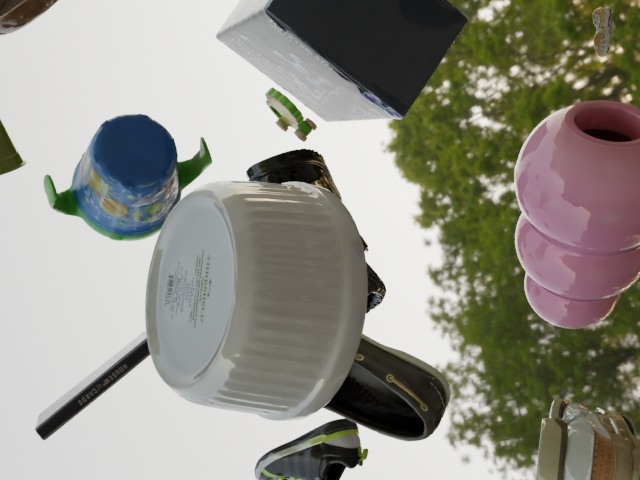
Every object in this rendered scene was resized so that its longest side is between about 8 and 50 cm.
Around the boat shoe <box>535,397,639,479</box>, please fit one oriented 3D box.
[{"bbox_3d":[0.311,0.248,0.948,0.302,0.103,0.113,13,-97,-71],"label":"boat shoe"}]

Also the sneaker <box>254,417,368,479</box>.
[{"bbox_3d":[-0.019,0.381,1.373,0.084,0.234,0.097,9,-127,-48],"label":"sneaker"}]

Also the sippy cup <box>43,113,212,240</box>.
[{"bbox_3d":[-0.388,-0.141,1.676,0.240,0.224,0.305,35,-115,-3],"label":"sippy cup"}]

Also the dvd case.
[{"bbox_3d":[-0.386,0.244,1.422,0.238,0.179,0.030,-39,-83,-15],"label":"dvd case"}]

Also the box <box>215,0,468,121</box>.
[{"bbox_3d":[0.020,-0.382,1.478,0.293,0.395,0.212,35,-95,-19],"label":"box"}]

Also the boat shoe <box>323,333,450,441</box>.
[{"bbox_3d":[0.013,0.125,0.797,0.227,0.081,0.068,20,-156,13],"label":"boat shoe"}]

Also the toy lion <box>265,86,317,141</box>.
[{"bbox_3d":[-0.055,-0.201,1.269,0.034,0.100,0.096,-48,-53,-6],"label":"toy lion"}]

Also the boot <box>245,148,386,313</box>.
[{"bbox_3d":[0.004,-0.001,1.453,0.348,0.131,0.260,33,-145,-66],"label":"boot"}]

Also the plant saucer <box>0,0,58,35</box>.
[{"bbox_3d":[-0.310,-0.276,0.883,0.029,0.168,0.168,49,-135,-39],"label":"plant saucer"}]

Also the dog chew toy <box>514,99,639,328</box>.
[{"bbox_3d":[0.355,-0.015,1.096,0.206,0.206,0.332,-47,-33,-41],"label":"dog chew toy"}]

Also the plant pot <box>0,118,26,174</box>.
[{"bbox_3d":[-0.488,-0.142,1.208,0.083,0.083,0.079,-33,-60,-42],"label":"plant pot"}]

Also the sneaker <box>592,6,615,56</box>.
[{"bbox_3d":[0.489,-0.356,1.400,0.037,0.032,0.083,-10,-78,-28],"label":"sneaker"}]

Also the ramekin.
[{"bbox_3d":[-0.065,0.046,0.690,0.109,0.207,0.207,8,-114,-35],"label":"ramekin"}]
